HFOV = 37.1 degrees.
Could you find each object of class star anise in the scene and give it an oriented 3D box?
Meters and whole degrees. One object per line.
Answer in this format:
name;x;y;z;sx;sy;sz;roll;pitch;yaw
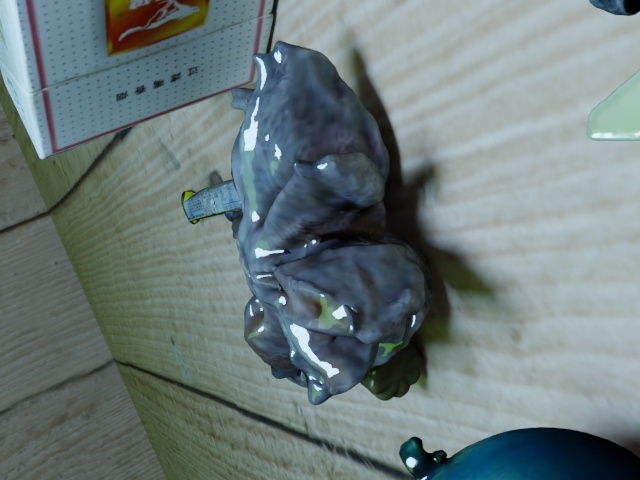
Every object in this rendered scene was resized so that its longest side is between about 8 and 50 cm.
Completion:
star anise;0.000;0.000;0.735;0.359;0.139;0.315;-133;41;-62

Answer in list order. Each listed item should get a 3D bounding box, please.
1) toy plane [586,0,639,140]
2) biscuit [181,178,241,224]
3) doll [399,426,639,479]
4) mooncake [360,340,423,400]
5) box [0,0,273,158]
toy plane;0.141;-0.116;0.291;0.229;0.092;0.244;28;144;35
biscuit;-0.120;-0.047;1.103;0.292;0.026;0.048;-4;105;68
doll;0.156;0.230;0.515;0.322;0.186;0.198;46;-171;6
mooncake;0.086;0.240;0.848;0.346;0.150;0.057;58;173;-25
box;-0.135;-0.211;0.692;0.095;0.210;0.330;60;159;18
